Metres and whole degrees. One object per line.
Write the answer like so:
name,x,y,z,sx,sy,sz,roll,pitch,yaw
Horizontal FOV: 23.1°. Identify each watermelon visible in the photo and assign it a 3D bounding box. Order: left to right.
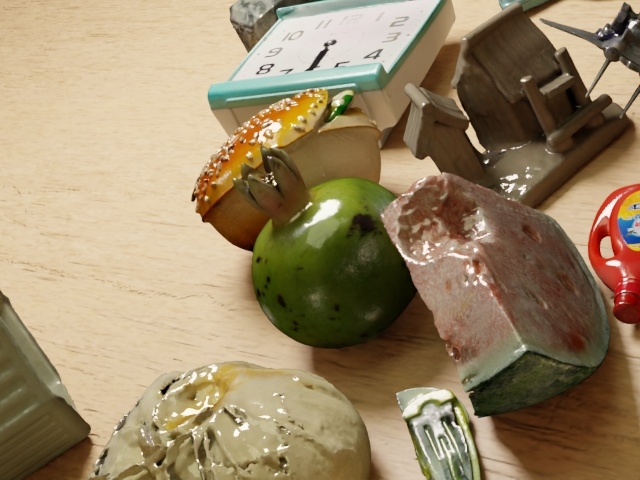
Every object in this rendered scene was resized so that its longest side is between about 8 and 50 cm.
watermelon,0.141,0.056,1.446,0.148,0.226,0.318,-41,10,22

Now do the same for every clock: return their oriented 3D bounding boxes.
clock,0.023,-0.214,1.989,0.262,0.116,0.231,-2,37,33

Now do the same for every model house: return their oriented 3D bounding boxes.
model house,0.198,-0.143,1.709,0.229,0.188,0.122,-37,19,-13

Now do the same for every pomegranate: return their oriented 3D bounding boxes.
pomegranate,-0.001,0.001,1.604,0.187,0.225,0.187,-34,18,13

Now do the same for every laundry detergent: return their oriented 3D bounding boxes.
laundry detergent,0.304,0.014,1.517,0.097,0.049,0.165,-2,42,26

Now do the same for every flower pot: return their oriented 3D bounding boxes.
flower pot,-0.387,0.164,1.687,0.190,0.209,0.239,-35,35,-7

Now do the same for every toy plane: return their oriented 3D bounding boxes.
toy plane,0.353,-0.217,1.717,0.088,0.212,0.267,-59,-5,29

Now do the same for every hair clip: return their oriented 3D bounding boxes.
hair clip,0.116,0.192,1.435,0.060,0.033,0.188,-24,31,4

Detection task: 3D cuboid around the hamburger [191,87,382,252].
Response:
hamburger,-0.038,-0.078,1.765,0.237,0.147,0.237,-26,-7,-3

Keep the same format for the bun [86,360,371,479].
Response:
bun,-0.096,0.210,1.467,0.287,0.146,0.287,-18,36,14

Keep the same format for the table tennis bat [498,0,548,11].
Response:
table tennis bat,0.339,-0.343,1.985,0.237,0.038,0.149,-22,31,4

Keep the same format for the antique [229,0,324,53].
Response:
antique,-0.035,-0.332,2.200,0.183,0.086,0.088,-40,34,-16
